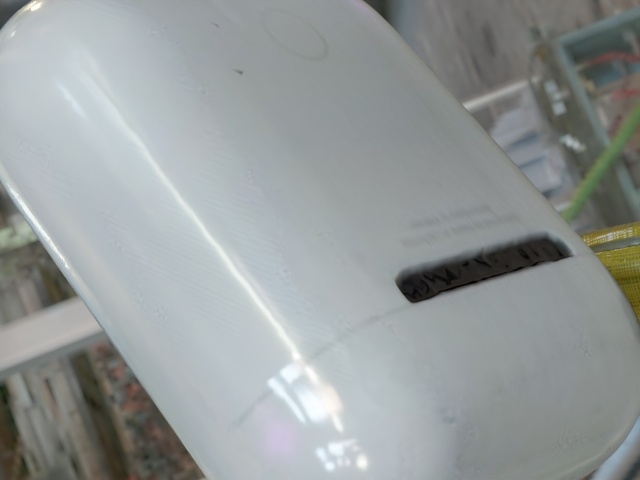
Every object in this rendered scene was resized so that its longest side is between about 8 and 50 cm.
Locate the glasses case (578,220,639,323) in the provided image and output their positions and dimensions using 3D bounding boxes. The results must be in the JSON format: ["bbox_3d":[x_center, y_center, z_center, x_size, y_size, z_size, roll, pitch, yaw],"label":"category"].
[{"bbox_3d":[0.233,0.022,1.030,0.079,0.234,0.064,55,-146,-43],"label":"glasses case"}]

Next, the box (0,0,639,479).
[{"bbox_3d":[0.001,-0.001,0.831,0.349,0.288,0.141,52,124,20],"label":"box"}]
